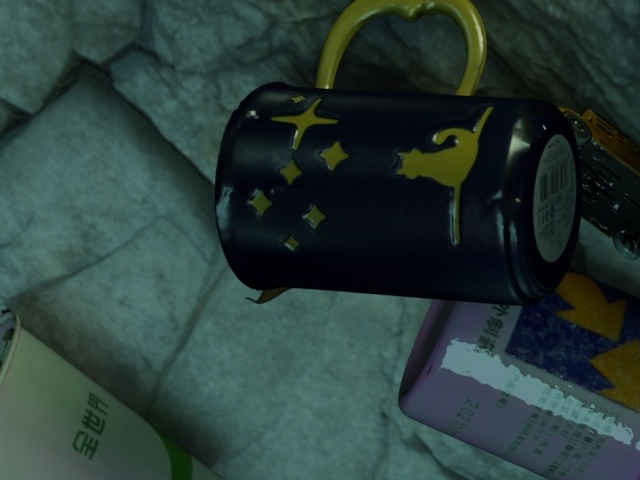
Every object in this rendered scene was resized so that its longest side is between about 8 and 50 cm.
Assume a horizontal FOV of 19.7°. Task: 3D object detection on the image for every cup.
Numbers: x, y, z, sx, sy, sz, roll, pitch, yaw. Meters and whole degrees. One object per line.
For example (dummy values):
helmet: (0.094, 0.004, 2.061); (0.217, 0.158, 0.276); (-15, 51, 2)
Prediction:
cup: (-0.244, 0.235, 1.716); (0.274, 0.253, 0.253); (32, 119, -16)
cup: (0.067, -0.078, 1.473); (0.256, 0.178, 0.255); (3, 101, 26)

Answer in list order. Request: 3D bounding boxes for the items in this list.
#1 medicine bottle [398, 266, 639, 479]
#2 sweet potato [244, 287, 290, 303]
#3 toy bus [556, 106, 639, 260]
medicine bottle: (0.230, 0.125, 1.593); (0.291, 0.178, 0.178); (23, 119, -2)
sweet potato: (0.000, 0.000, 1.644); (0.056, 0.056, 0.195); (42, 120, -12)
toy bus: (0.240, -0.055, 1.557); (0.162, 0.074, 0.069); (36, 125, -11)
